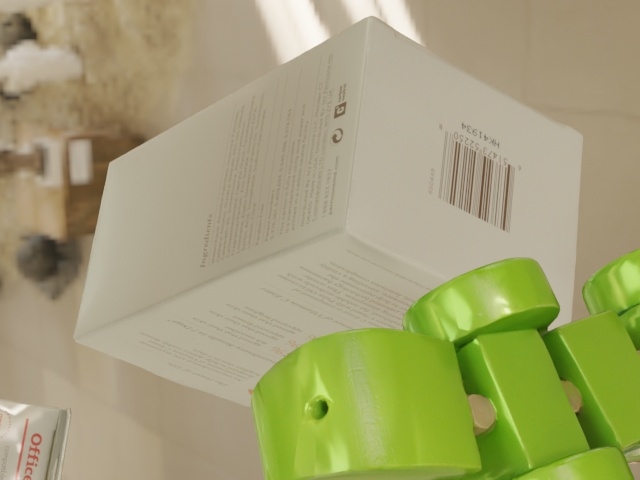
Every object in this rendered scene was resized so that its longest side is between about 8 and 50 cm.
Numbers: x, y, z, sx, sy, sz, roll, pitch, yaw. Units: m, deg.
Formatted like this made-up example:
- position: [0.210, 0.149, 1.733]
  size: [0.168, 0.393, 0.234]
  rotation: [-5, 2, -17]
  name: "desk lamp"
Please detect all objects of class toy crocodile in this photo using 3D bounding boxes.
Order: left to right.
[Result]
- position: [0.118, 0.073, 0.740]
  size: [0.105, 0.340, 0.115]
  rotation: [-37, 68, 40]
  name: "toy crocodile"

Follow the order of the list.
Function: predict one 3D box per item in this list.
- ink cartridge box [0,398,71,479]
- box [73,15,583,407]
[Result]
- position: [-0.220, 0.160, 1.091]
  size: [0.181, 0.061, 0.104]
  rotation: [157, 123, -68]
  name: "ink cartridge box"
- position: [0.000, 0.000, 1.247]
  size: [0.345, 0.215, 0.168]
  rotation: [-22, 52, 47]
  name: "box"
